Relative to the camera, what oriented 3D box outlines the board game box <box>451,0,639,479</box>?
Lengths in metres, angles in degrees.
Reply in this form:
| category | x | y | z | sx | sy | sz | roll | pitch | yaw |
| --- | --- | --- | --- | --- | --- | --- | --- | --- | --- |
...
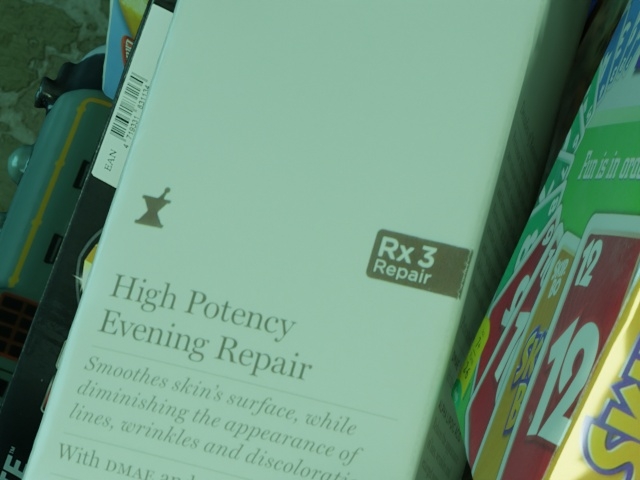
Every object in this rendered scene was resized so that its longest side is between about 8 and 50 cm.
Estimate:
| category | x | y | z | sx | sy | sz | roll | pitch | yaw |
| --- | --- | --- | --- | --- | --- | --- | --- | --- | --- |
| board game box | 0.100 | -0.050 | 0.471 | 0.124 | 0.039 | 0.259 | -95 | 30 | -74 |

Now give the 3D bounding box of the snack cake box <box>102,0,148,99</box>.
| category | x | y | z | sx | sy | sz | roll | pitch | yaw |
| --- | --- | --- | --- | --- | --- | --- | --- | --- | --- |
| snack cake box | -0.021 | -0.174 | 0.942 | 0.152 | 0.089 | 0.264 | -52 | -12 | -31 |

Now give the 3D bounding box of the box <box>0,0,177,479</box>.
| category | x | y | z | sx | sy | sz | roll | pitch | yaw |
| --- | --- | --- | --- | --- | --- | --- | --- | --- | --- |
| box | -0.038 | -0.002 | 0.878 | 0.293 | 0.073 | 0.295 | -64 | -9 | 26 |

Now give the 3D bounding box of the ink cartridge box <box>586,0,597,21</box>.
| category | x | y | z | sx | sy | sz | roll | pitch | yaw |
| --- | --- | --- | --- | --- | --- | --- | --- | --- | --- |
| ink cartridge box | 0.010 | -0.143 | 0.689 | 0.046 | 0.207 | 0.097 | -80 | 13 | -56 |

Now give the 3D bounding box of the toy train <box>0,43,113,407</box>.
| category | x | y | z | sx | sy | sz | roll | pitch | yaw |
| --- | --- | --- | --- | --- | --- | --- | --- | --- | --- |
| toy train | -0.115 | 0.032 | 1.157 | 0.142 | 0.190 | 0.334 | 124 | 165 | -58 |

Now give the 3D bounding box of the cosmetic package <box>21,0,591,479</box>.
| category | x | y | z | sx | sy | sz | roll | pitch | yaw |
| --- | --- | --- | --- | --- | --- | --- | --- | --- | --- |
| cosmetic package | 0.000 | 0.000 | 0.610 | 0.085 | 0.117 | 0.231 | 56 | -132 | -70 |
